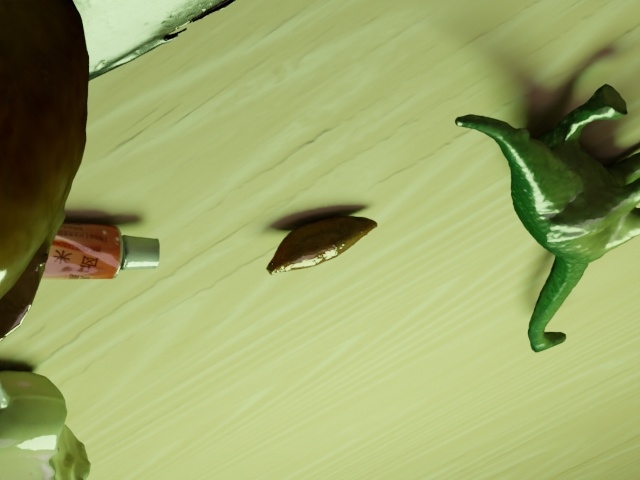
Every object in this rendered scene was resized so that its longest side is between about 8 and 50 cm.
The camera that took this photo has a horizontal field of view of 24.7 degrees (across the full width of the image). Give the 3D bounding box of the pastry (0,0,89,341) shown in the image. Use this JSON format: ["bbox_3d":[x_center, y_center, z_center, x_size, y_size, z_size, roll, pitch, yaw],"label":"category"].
[{"bbox_3d":[-0.250,-0.062,0.560,0.356,0.356,0.164,5,108,-37],"label":"pastry"}]

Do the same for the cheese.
[{"bbox_3d":[-0.272,0.151,1.182,0.163,0.082,0.286,-12,151,-14],"label":"cheese"}]

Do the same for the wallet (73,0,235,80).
[{"bbox_3d":[-0.150,-0.127,0.807,0.255,0.031,0.137,-23,153,10],"label":"wallet"}]

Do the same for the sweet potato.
[{"bbox_3d":[0.000,0.000,1.129,0.095,0.034,0.034,-24,154,-13],"label":"sweet potato"}]

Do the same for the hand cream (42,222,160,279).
[{"bbox_3d":[-0.213,0.004,1.011,0.216,0.038,0.052,1,119,-26],"label":"hand cream"}]

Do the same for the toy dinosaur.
[{"bbox_3d":[0.165,-0.007,1.180,0.301,0.087,0.447,-31,149,36],"label":"toy dinosaur"}]
